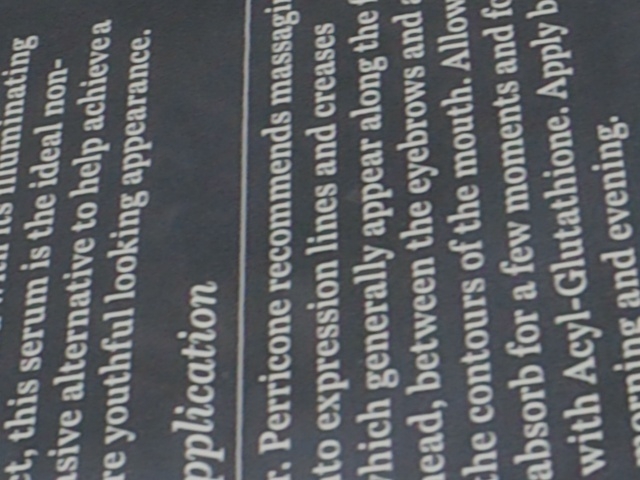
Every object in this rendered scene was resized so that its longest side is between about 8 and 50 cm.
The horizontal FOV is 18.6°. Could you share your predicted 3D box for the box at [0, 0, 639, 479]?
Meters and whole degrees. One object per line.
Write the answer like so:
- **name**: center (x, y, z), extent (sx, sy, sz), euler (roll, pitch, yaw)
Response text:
- **box**: center (-0.003, 0.077, 0.584), extent (0.396, 0.293, 0.212), euler (-9, 53, 13)
